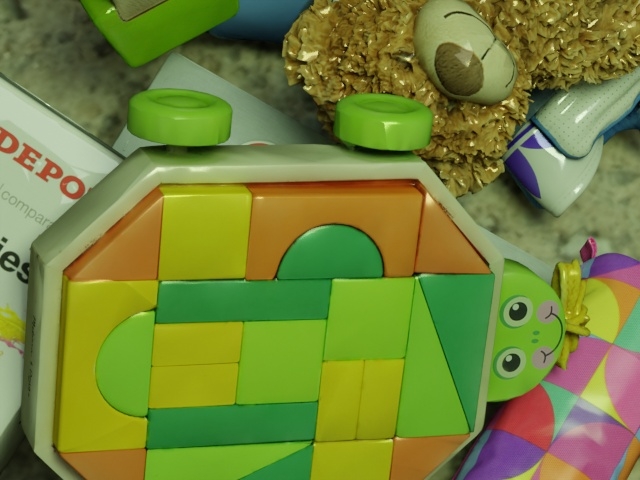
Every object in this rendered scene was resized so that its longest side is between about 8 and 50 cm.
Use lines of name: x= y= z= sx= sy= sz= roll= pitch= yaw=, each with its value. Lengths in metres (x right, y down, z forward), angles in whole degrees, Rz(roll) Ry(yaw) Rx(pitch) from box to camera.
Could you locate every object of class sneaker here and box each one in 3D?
sneaker: x=0.085 y=-0.119 z=1.321 sx=0.322 sy=0.130 sz=0.236 roll=-14 pitch=69 yaw=-22

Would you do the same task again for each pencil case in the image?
pencil case: x=0.156 y=0.118 z=1.265 sx=0.104 sy=0.104 sz=0.236 roll=32 pitch=68 yaw=1

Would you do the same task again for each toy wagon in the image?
toy wagon: x=0.006 y=0.051 z=1.133 sx=0.344 sy=0.068 sz=0.267 roll=-1 pitch=110 yaw=-19

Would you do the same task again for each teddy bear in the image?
teddy bear: x=0.129 y=-0.182 z=1.209 sx=0.338 sy=0.113 sz=0.245 roll=-37 pitch=124 yaw=-26

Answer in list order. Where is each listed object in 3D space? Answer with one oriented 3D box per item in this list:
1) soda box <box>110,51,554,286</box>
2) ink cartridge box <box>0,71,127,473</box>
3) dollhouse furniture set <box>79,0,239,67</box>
soda box: x=0.000 y=0.000 z=1.282 sx=0.286 sy=0.091 sz=0.098 roll=29 pitch=69 yaw=0
ink cartridge box: x=-0.241 y=0.031 z=1.163 sx=0.201 sy=0.117 sz=0.278 roll=34 pitch=87 yaw=2
dollhouse furniture set: x=-0.121 y=-0.285 z=1.252 sx=0.197 sy=0.151 sz=0.301 roll=-29 pitch=53 yaw=-6
